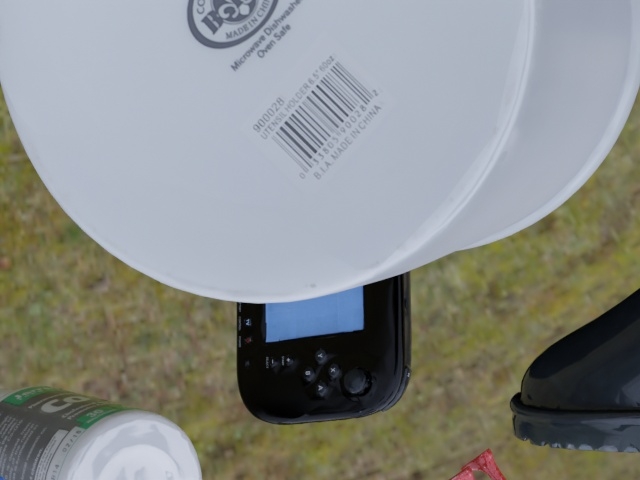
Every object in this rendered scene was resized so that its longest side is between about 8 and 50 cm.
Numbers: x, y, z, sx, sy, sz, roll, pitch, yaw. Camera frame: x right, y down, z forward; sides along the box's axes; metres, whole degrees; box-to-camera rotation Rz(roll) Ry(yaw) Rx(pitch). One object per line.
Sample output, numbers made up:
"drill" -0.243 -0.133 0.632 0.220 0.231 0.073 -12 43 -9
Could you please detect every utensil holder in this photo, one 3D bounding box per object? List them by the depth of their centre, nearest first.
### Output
"utensil holder" 0.018 -0.137 1.003 0.327 0.328 0.385 -38 173 18

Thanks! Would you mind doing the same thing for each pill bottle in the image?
"pill bottle" -0.329 0.294 2.038 0.204 0.361 0.204 -3 95 -39

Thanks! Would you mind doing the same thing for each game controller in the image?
"game controller" 0.000 0.000 1.397 0.166 0.319 0.067 -7 164 22

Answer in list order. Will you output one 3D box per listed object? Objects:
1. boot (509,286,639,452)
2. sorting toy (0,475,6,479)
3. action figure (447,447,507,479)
"boot" 0.174 -0.014 0.691 0.094 0.207 0.246 -3 176 -36
"sorting toy" -0.395 0.182 1.202 0.347 0.196 0.047 -3 152 8
"action figure" 0.216 0.384 1.772 0.139 0.280 0.091 -43 171 36
